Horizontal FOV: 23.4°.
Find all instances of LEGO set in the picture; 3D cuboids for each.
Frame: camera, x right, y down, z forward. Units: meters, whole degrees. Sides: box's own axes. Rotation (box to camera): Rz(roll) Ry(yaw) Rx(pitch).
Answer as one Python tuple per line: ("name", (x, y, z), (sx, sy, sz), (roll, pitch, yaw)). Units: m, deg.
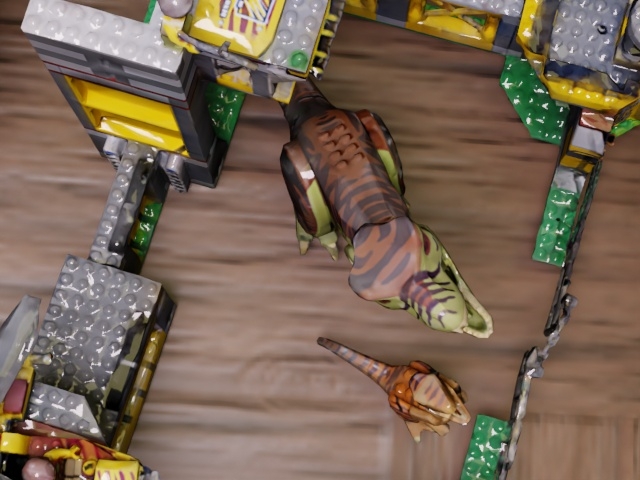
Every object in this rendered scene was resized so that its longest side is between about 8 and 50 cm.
("LEGO set", (0.000, 0.000, 0.498), (0.255, 0.192, 0.331), (24, 81, 5))
